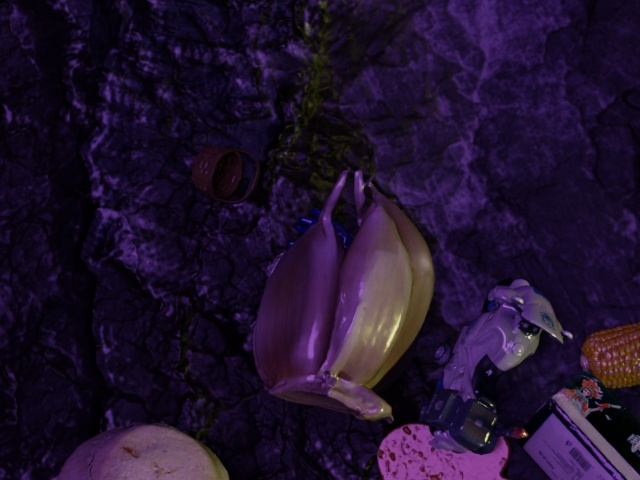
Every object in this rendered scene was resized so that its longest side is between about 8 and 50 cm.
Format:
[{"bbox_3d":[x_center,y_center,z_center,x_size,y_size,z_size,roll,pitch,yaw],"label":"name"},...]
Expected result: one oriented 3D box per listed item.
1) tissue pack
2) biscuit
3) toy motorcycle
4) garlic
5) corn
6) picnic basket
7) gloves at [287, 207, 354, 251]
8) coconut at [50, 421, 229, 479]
[{"bbox_3d":[0.307,0.240,1.251,0.090,0.103,0.170,-25,66,-37],"label":"tissue pack"},{"bbox_3d":[0.175,0.298,1.319,0.250,0.036,0.165,33,89,16],"label":"biscuit"},{"bbox_3d":[0.193,0.135,1.285,0.102,0.150,0.221,33,74,-22],"label":"toy motorcycle"},{"bbox_3d":[0.021,0.074,1.308,0.210,0.237,0.292,7,62,8],"label":"garlic"},{"bbox_3d":[0.389,0.117,1.273,0.203,0.072,0.072,-13,76,13],"label":"corn"},{"bbox_3d":[-0.114,-0.081,1.456,0.083,0.072,0.072,16,84,31],"label":"picnic basket"},{"bbox_3d":[0.000,0.000,1.431,0.086,0.026,0.064,32,93,19],"label":"gloves"},{"bbox_3d":[-0.209,0.337,1.334,0.224,0.224,0.234,41,127,19],"label":"coconut"}]
